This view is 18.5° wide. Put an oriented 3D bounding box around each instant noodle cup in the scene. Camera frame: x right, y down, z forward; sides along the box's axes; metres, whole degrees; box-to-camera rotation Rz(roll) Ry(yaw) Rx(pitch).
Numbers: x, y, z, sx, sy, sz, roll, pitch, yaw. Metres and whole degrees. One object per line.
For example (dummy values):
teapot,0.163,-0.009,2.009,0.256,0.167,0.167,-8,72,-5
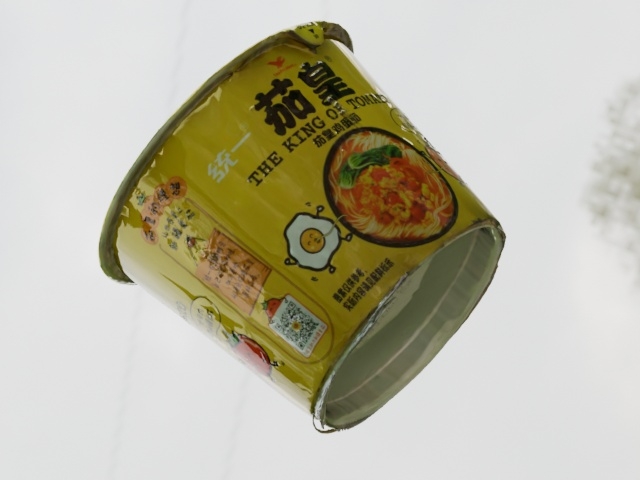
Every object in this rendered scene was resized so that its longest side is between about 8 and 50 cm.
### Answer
instant noodle cup,0.000,0.000,1.012,0.182,0.144,0.182,-41,-20,-18
